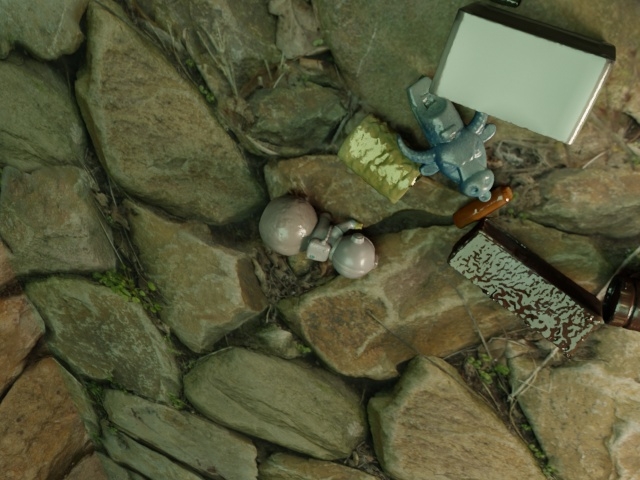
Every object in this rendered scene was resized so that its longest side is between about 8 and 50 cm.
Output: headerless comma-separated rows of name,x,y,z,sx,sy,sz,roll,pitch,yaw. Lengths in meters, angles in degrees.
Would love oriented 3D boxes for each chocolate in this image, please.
chocolate,0.421,0.090,1.082,0.321,0.112,0.112,39,120,6

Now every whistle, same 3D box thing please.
whistle,0.251,-0.189,1.015,0.180,0.093,0.269,-33,99,14

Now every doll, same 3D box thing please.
doll,0.000,0.000,1.241,0.287,0.151,0.151,25,127,11

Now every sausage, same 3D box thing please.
sausage,0.326,-0.068,1.075,0.131,0.041,0.039,-36,75,39

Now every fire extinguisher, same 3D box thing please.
fire extinguisher,0.700,0.134,0.945,0.341,0.105,0.142,13,95,15

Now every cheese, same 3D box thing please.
cheese,0.128,-0.166,1.096,0.167,0.094,0.123,42,131,2

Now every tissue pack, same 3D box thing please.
tissue pack,0.329,-0.282,0.873,0.246,0.159,0.136,25,125,16

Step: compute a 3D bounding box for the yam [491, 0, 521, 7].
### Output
yam,0.232,-0.446,0.917,0.234,0.029,0.027,24,154,14
